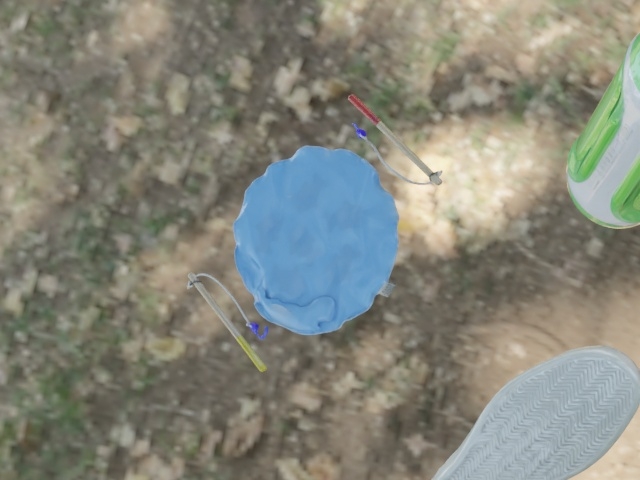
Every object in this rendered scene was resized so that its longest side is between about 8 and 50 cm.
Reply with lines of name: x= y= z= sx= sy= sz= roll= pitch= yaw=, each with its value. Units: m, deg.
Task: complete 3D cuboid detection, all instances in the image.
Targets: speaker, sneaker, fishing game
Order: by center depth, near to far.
sneaker: x=0.204 y=0.173 z=1.629 sx=0.108 sy=0.169 sz=0.292 roll=46 pitch=122 yaw=3
fishing game: x=0.000 y=0.000 z=1.686 sx=0.189 sy=0.041 sz=0.264 roll=45 pitch=102 yaw=28
speaker: x=0.341 y=-0.118 z=1.783 sx=0.296 sy=0.131 sz=0.131 roll=106 pitch=157 yaw=-67
